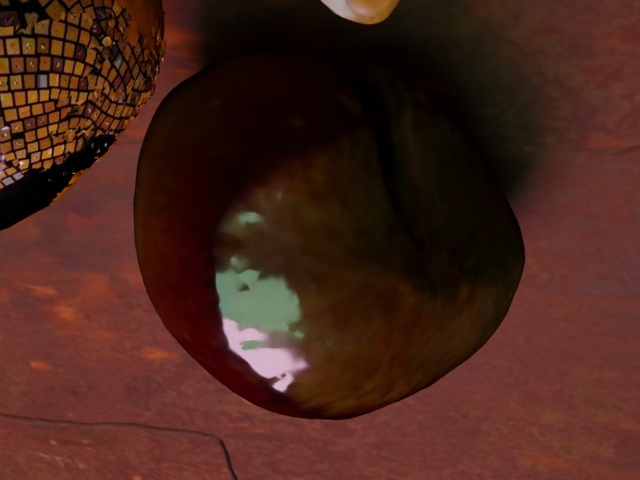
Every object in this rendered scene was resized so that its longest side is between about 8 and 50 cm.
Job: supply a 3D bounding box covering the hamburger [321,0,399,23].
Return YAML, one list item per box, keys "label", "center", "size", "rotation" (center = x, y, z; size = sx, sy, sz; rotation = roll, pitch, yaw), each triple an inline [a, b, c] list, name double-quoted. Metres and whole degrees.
- label: "hamburger"
  center: [-0.019, -0.228, 0.477]
  size: [0.261, 0.186, 0.303]
  rotation: [34, 176, 18]

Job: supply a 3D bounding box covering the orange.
- label: "orange"
  center: [-0.194, -0.105, 0.653]
  size: [0.234, 0.234, 0.182]
  rotation: [-19, 130, 27]

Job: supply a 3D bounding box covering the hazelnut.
- label: "hazelnut"
  center: [0.000, 0.000, 0.723]
  size: [0.251, 0.217, 0.217]
  rotation: [19, 136, -34]
